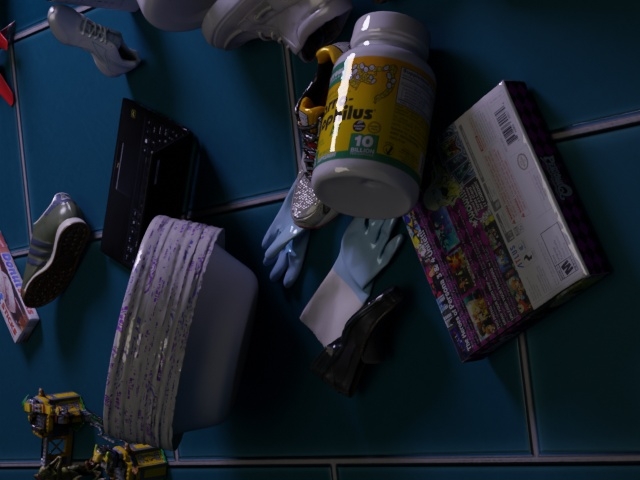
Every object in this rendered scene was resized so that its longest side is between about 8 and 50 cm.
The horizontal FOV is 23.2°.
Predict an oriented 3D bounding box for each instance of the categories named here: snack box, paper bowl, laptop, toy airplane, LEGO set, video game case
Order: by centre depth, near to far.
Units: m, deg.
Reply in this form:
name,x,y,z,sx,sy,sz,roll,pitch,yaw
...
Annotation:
name,x,y,z,sx,sy,sz,roll,pitch,yaw
video game case,0.183,-0.018,1.656,0.210,0.042,0.232,-41,62,43
paper bowl,-0.165,0.119,1.932,0.284,0.148,0.284,13,-90,-88
laptop,-0.261,-0.047,2.100,0.264,0.136,0.234,29,114,45
LEGO set,-0.382,0.361,2.230,0.331,0.192,0.255,32,116,43
toy airplane,-0.516,-0.284,2.464,0.151,0.028,0.151,7,99,48
snack box,-0.496,0.073,2.472,0.064,0.022,0.178,-53,55,39

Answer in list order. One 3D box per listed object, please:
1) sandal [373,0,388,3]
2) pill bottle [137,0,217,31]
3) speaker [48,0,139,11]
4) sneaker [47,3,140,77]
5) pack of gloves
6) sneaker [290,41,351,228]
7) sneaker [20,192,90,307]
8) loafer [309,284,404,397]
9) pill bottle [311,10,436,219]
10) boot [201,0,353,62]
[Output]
name,x,y,z,sx,sy,sz,roll,pitch,yaw
sandal,0.104,-0.351,1.717,0.090,0.060,0.219,62,147,34
pill bottle,-0.201,-0.409,1.996,0.146,0.146,0.264,-46,59,41
speaker,-0.310,-0.346,2.136,0.055,0.136,0.055,-2,88,52
sneaker,-0.309,-0.281,2.145,0.061,0.152,0.054,-10,57,41
pack of gloves,0.000,0.000,1.870,0.195,0.046,0.232,53,130,34
sneaker,0.002,-0.124,1.802,0.088,0.092,0.225,23,102,46
sneaker,-0.403,0.009,2.334,0.192,0.064,0.086,-55,46,36
loafer,0.055,0.116,1.814,0.061,0.062,0.170,45,132,10
pill bottle,0.063,-0.138,1.691,0.117,0.117,0.208,-18,53,49
boot,-0.053,-0.261,1.878,0.123,0.095,0.258,58,150,4
